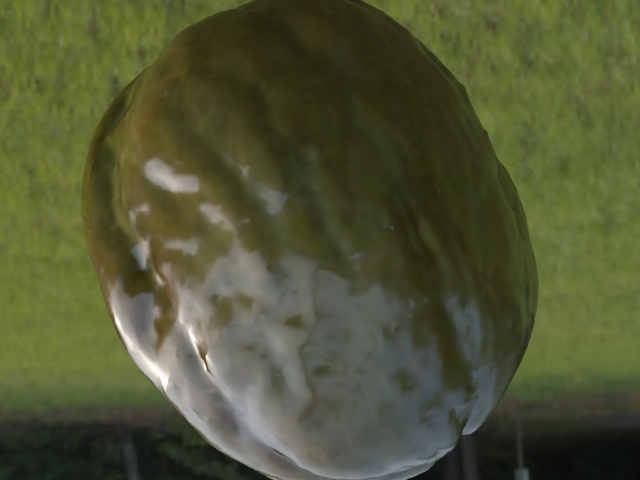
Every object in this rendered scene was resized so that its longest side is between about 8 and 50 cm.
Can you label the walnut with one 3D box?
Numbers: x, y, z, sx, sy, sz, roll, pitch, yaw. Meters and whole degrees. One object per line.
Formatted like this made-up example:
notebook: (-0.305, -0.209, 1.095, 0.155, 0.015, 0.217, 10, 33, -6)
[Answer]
walnut: (0.000, 0.000, 0.752, 0.283, 0.283, 0.227, 1, 152, -26)
